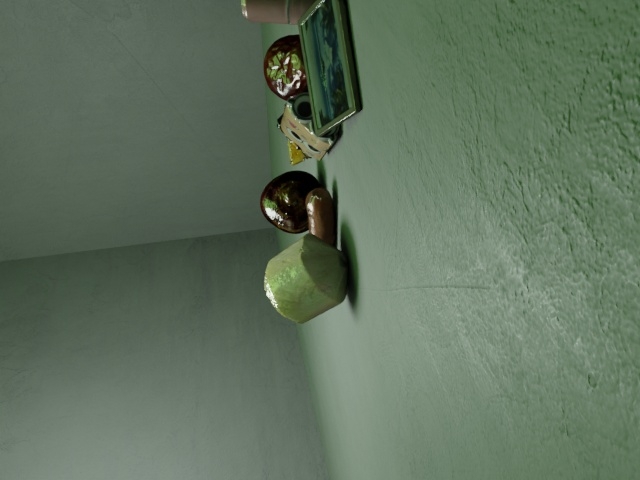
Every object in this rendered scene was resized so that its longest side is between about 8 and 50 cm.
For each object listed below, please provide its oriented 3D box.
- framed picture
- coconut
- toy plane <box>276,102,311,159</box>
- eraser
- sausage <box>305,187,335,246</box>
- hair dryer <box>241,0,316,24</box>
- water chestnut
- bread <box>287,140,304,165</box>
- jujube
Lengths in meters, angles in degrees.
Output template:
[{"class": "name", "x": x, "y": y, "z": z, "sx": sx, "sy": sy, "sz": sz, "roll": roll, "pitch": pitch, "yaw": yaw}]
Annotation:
[{"class": "framed picture", "x": 0.018, "y": -0.434, "z": 1.533, "sx": 0.232, "sy": 0.024, "sz": 0.315, "roll": -17, "pitch": 81, "yaw": 64}, {"class": "coconut", "x": -0.027, "y": 0.108, "z": 1.874, "sx": 0.239, "sy": 0.244, "sz": 0.239, "roll": 46, "pitch": -158, "yaw": -24}, {"class": "toy plane", "x": -0.101, "y": -0.454, "z": 2.319, "sx": 0.204, "sy": 0.103, "sz": 0.316, "roll": 45, "pitch": -157, "yaw": -39}, {"class": "eraser", "x": -0.032, "y": -0.331, "z": 1.830, "sx": 0.171, "sy": 0.087, "sz": 0.290, "roll": 40, "pitch": 173, "yaw": -4}, {"class": "sausage", "x": 0.000, "y": 0.000, "z": 2.040, "sx": 0.094, "sy": 0.094, "sz": 0.419, "roll": -100, "pitch": 8, "yaw": -48}, {"class": "hair dryer", "x": -0.091, "y": -0.743, "z": 1.712, "sx": 0.125, "sy": 0.210, "sz": 0.353, "roll": 88, "pitch": -175, "yaw": -65}, {"class": "water chestnut", "x": -0.094, "y": -0.131, "z": 2.178, "sx": 0.238, "sy": 0.223, "sz": 0.224, "roll": -146, "pitch": 49, "yaw": -76}, {"class": "bread", "x": -0.103, "y": -0.384, "z": 2.536, "sx": 0.103, "sy": 0.065, "sz": 0.188, "roll": -112, "pitch": 18, "yaw": -56}, {"class": "jujube", "x": -0.061, "y": -0.489, "z": 1.768, "sx": 0.255, "sy": 0.189, "sz": 0.190, "roll": -168, "pitch": 71, "yaw": -71}]
